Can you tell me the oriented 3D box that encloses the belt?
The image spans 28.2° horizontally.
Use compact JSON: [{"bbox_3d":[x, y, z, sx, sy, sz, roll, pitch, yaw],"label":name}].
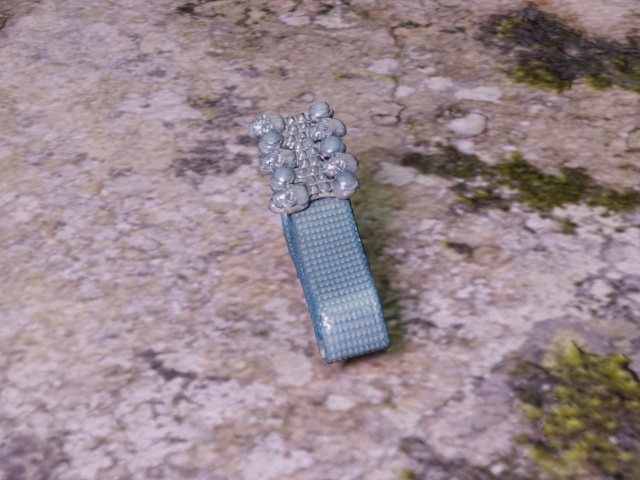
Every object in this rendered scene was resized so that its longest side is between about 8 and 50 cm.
[{"bbox_3d":[0.005,-0.001,0.815,0.065,0.100,0.179,-13,38,-6],"label":"belt"}]
